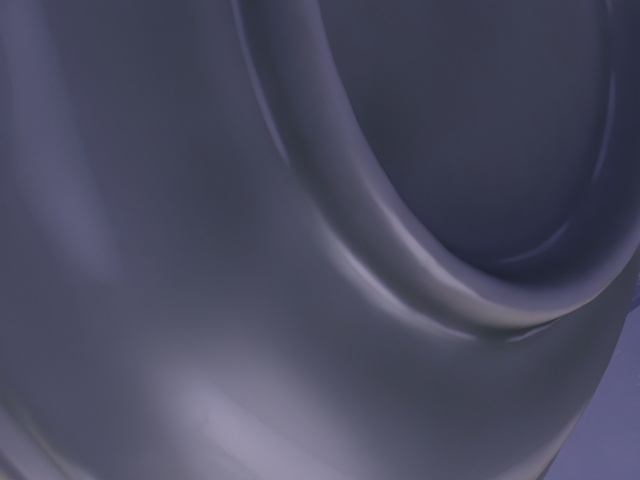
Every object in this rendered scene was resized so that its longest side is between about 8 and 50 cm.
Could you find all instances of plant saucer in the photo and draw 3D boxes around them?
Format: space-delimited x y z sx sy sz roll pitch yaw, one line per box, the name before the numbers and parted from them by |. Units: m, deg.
plant saucer | 0.022 -0.075 0.521 0.101 0.400 0.400 -9 -172 41
